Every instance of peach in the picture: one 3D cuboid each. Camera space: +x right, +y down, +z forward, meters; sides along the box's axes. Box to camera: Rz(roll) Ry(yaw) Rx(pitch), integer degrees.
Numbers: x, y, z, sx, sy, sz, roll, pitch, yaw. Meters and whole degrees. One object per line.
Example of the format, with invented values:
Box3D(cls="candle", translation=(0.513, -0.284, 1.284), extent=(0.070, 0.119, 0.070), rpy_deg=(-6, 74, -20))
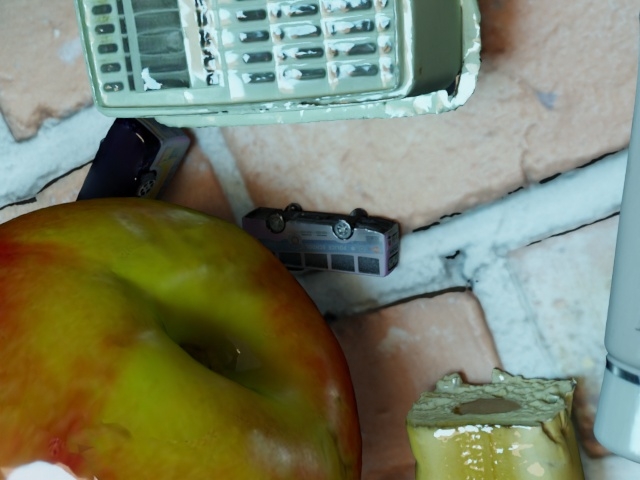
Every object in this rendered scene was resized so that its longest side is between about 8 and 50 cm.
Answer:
Box3D(cls="peach", translation=(-0.155, 0.169, 0.791), extent=(0.388, 0.388, 0.389), rpy_deg=(8, 108, 25))

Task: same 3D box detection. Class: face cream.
Box3D(cls="face cream", translation=(0.258, -0.002, 0.700), extent=(0.143, 0.089, 0.315), rpy_deg=(14, 99, 22))

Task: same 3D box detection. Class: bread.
Box3D(cls="bread", translation=(0.142, 0.194, 0.802), extent=(0.134, 0.085, 0.173), rpy_deg=(-4, 101, 24))

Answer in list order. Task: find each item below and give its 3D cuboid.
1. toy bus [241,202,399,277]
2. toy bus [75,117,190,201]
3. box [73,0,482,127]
Box3D(cls="toy bus", translation=(0.000, 0.000, 0.848), extent=(0.130, 0.037, 0.052), rpy_deg=(5, 111, 24))
Box3D(cls="toy bus", translation=(-0.175, -0.037, 0.904), extent=(0.057, 0.072, 0.172), rpy_deg=(40, 120, 13))
Box3D(cls="box", translation=(-0.031, -0.190, 0.733), extent=(0.290, 0.166, 0.221), rpy_deg=(1, 105, 26))
